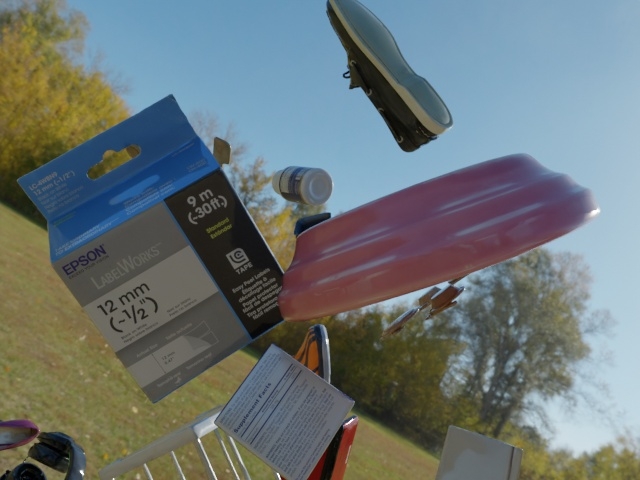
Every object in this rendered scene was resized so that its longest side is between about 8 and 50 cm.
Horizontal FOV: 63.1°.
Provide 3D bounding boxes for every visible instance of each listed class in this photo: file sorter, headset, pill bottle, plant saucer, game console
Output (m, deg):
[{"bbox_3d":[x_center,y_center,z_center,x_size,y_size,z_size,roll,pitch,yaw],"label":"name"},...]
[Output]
[{"bbox_3d":[-0.160,0.365,0.842,0.173,0.192,0.277,63,20,10],"label":"file sorter"},{"bbox_3d":[-0.810,0.630,1.454,0.394,0.243,0.185,18,-28,49],"label":"headset"},{"bbox_3d":[-0.052,-0.142,1.328,0.094,0.094,0.169,39,-14,-35],"label":"pill bottle"},{"bbox_3d":[0.106,-0.008,0.549,0.332,0.332,0.084,153,-81,-76],"label":"plant saucer"},{"bbox_3d":[-0.004,0.383,0.946,0.085,0.144,0.124,17,4,26],"label":"game console"}]

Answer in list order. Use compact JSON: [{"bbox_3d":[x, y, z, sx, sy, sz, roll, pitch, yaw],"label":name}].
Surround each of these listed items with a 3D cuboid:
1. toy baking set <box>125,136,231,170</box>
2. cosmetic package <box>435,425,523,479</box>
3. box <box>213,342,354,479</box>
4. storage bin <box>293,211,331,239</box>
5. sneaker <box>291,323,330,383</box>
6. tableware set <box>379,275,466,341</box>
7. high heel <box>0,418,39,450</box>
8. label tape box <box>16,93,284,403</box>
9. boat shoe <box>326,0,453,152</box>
[{"bbox_3d":[-0.245,-0.111,0.912,0.256,0.030,0.197,6,-45,28],"label":"toy baking set"},{"bbox_3d":[0.200,0.450,0.758,0.113,0.310,0.160,13,-25,19],"label":"cosmetic package"},{"bbox_3d":[-0.047,0.232,0.693,0.137,0.126,0.072,34,-21,10],"label":"box"},{"bbox_3d":[0.000,0.000,1.178,0.135,0.098,0.091,-88,164,-71],"label":"storage bin"},{"bbox_3d":[-0.078,0.328,1.178,0.180,0.321,0.125,5,25,-7],"label":"sneaker"},{"bbox_3d":[0.157,0.078,0.707,0.020,0.168,0.141,52,-45,7],"label":"tableware set"},{"bbox_3d":[-0.771,0.454,1.169,0.117,0.082,0.244,-18,-19,35],"label":"high heel"},{"bbox_3d":[-0.218,0.009,0.724,0.348,0.249,0.115,61,-7,-17],"label":"label tape box"},{"bbox_3d":[0.102,-0.308,0.971,0.340,0.127,0.113,51,-47,5],"label":"boat shoe"}]
